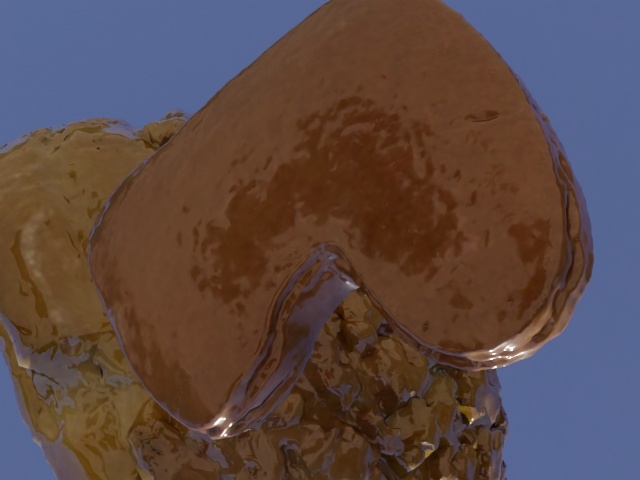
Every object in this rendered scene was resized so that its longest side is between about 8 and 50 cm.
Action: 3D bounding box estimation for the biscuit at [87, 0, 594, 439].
[{"bbox_3d":[0.000,0.000,0.654,0.192,0.036,0.186,-40,-131,16],"label":"biscuit"}]

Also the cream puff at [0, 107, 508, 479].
[{"bbox_3d":[-0.031,0.062,0.951,0.231,0.343,0.327,-30,-162,2],"label":"cream puff"}]
